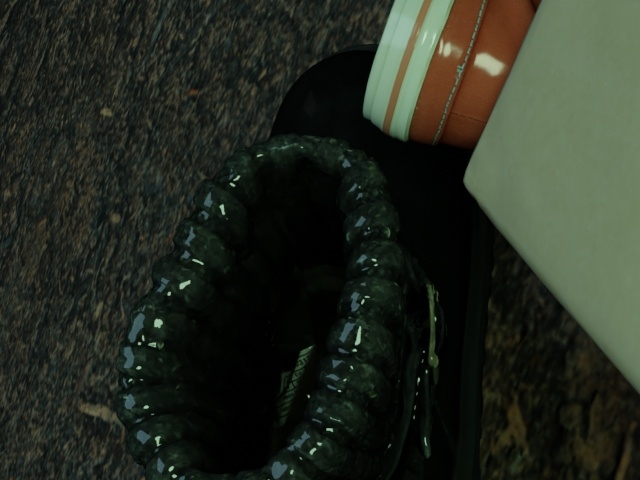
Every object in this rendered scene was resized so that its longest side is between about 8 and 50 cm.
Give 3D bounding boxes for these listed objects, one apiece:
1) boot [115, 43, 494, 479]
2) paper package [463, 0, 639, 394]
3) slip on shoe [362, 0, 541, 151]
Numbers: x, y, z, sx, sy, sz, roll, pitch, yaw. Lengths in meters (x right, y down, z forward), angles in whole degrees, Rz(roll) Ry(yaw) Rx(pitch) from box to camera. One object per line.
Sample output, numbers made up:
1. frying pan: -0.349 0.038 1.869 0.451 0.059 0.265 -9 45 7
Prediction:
1. boot: 0.004 0.000 0.741 0.131 0.260 0.348 -13 62 15
2. paper package: 0.224 -0.057 0.464 0.310 0.168 0.325 -66 28 21
3. slip on shoe: 0.121 -0.146 0.740 0.331 0.101 0.123 -59 -12 -46
